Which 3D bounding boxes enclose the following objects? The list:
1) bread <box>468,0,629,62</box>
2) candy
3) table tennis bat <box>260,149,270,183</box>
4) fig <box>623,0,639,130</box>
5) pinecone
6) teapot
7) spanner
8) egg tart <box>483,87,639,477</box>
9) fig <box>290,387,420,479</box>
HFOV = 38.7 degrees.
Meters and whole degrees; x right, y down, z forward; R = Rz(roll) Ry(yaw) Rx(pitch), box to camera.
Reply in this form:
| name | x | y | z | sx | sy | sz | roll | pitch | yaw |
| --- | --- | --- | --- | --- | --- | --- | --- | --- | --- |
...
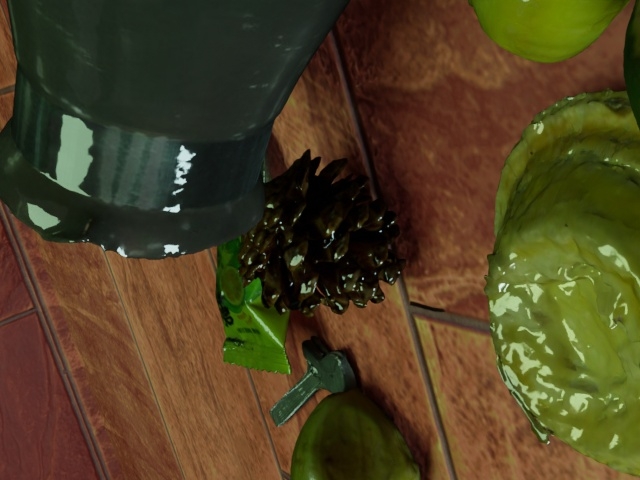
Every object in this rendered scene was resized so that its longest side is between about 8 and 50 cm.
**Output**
| name | x | y | z | sx | sy | sz | roll | pitch | yaw |
| --- | --- | --- | --- | --- | --- | --- | --- | --- | --- |
| bread | 0.165 | -0.246 | 0.396 | 0.384 | 0.112 | 0.166 | 111 | 164 | -53 |
| candy | -0.084 | 0.040 | 1.135 | 0.149 | 0.069 | 0.247 | -6 | 83 | 56 |
| table tennis bat | -0.090 | -0.057 | 1.064 | 0.138 | 0.022 | 0.247 | -48 | 55 | 48 |
| fig | 0.226 | -0.090 | 0.392 | 0.245 | 0.195 | 0.195 | -79 | -26 | -73 |
| pinecone | 0.000 | 0.000 | 0.869 | 0.173 | 0.173 | 0.174 | 42 | 144 | 40 |
| teapot | -0.117 | -0.199 | 0.739 | 0.305 | 0.376 | 0.362 | 19 | 121 | -2 |
| spanner | -0.019 | 0.198 | 1.200 | 0.093 | 0.026 | 0.325 | 59 | 154 | 13 |
| egg tart | 0.200 | 0.046 | 0.584 | 0.290 | 0.115 | 0.290 | 39 | 141 | 40 |
| fig | 0.036 | 0.254 | 1.032 | 0.154 | 0.144 | 0.166 | -13 | -92 | -80 |
